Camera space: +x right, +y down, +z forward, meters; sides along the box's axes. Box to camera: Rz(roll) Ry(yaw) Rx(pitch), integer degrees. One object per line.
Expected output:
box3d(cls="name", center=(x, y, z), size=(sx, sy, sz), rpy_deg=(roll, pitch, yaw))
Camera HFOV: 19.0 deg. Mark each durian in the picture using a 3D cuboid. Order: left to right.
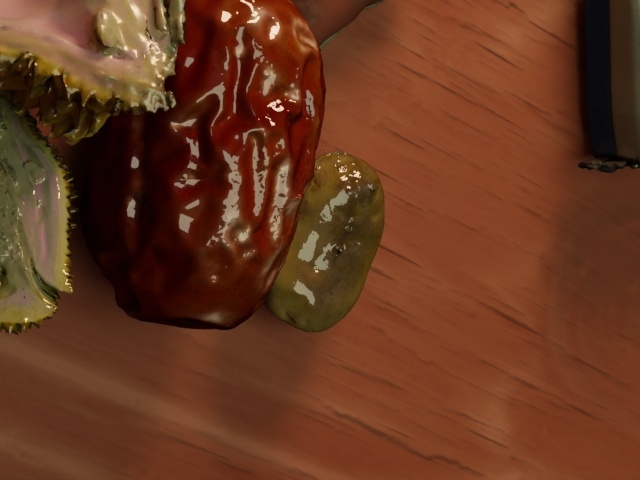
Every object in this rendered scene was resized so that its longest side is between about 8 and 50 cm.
box3d(cls="durian", center=(-0.238, -0.027, 1.307), size=(0.146, 0.102, 0.208), rpy_deg=(12, 64, -13))
box3d(cls="durian", center=(-0.211, -0.209, 1.263), size=(0.195, 0.185, 0.305), rpy_deg=(5, 71, -24))

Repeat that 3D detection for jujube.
box3d(cls="jujube", center=(-0.080, -0.063, 1.341), size=(0.174, 0.174, 0.250), rpy_deg=(7, 86, -30))

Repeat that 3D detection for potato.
box3d(cls="potato", center=(0.000, 0.000, 1.452), size=(0.091, 0.070, 0.138), rpy_deg=(28, 83, -31))

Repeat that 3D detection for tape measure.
box3d(cls="tape measure", center=(0.304, -0.236, 1.585), size=(0.215, 0.098, 0.351), rpy_deg=(-8, 102, -27))

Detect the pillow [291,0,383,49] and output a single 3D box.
box3d(cls="pillow", center=(-0.001, -0.245, 1.422), size=(0.171, 0.075, 0.179), rpy_deg=(-38, 115, -27))
